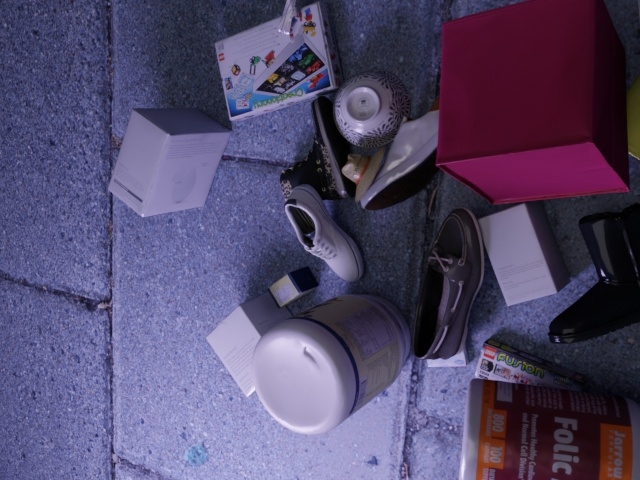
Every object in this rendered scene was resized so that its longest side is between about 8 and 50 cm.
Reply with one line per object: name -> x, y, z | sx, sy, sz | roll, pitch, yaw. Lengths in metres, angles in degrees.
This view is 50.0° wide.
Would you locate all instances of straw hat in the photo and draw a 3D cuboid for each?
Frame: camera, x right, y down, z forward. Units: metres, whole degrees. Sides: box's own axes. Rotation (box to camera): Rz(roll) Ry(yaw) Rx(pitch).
straw hat -> 0.079, -0.153, 1.460 | 0.061, 0.144, 0.144 | 27, 116, -7

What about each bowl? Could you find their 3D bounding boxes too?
bowl -> 0.097, -0.282, 1.445 | 0.170, 0.080, 0.170 | 1, 94, 18

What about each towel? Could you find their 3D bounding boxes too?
towel -> 0.597, -0.261, 1.197 | 0.102, 0.021, 0.237 | 41, 118, 23

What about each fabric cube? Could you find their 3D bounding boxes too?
fabric cube -> 0.365, -0.225, 1.161 | 0.254, 0.259, 0.258 | -5, 74, 34

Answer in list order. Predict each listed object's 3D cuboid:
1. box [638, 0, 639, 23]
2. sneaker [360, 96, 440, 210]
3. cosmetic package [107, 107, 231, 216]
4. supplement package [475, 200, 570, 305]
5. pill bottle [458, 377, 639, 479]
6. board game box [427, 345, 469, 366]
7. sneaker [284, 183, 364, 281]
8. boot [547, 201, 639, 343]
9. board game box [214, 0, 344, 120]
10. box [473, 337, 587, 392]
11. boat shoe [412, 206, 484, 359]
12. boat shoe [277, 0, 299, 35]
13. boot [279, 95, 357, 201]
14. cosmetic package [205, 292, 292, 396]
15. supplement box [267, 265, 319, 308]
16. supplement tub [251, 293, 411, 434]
box -> 0.589, -0.298, 1.082 | 0.142, 0.163, 0.247 | -5, 95, 34
sneaker -> 0.184, -0.180, 1.438 | 0.290, 0.106, 0.123 | -41, 57, 30
cosmetic package -> -0.370, -0.199, 1.691 | 0.138, 0.224, 0.224 | 36, 116, 21
supplement package -> 0.392, 0.020, 1.326 | 0.105, 0.105, 0.179 | -21, 88, 35
pill bottle -> 0.458, 0.384, 1.243 | 0.393, 0.224, 0.223 | 5, 102, 14
board game box -> 0.270, 0.229, 1.492 | 0.090, 0.020, 0.089 | -8, 93, 33
sneaker -> 0.000, 0.000, 1.540 | 0.094, 0.091, 0.258 | -25, 106, 42
boot -> 0.501, 0.057, 1.238 | 0.247, 0.094, 0.207 | -20, 88, 3
board game box -> -0.100, -0.406, 1.585 | 0.306, 0.053, 0.192 | -9, 93, 33
box -> 0.421, 0.291, 1.399 | 0.207, 0.036, 0.114 | 20, 109, 28
boat shoe -> 0.247, 0.099, 1.368 | 0.112, 0.096, 0.334 | 39, 133, 52
boat shoe -> -0.062, -0.497, 1.499 | 0.035, 0.035, 0.100 | 21, 104, 1
boot -> -0.024, -0.191, 1.560 | 0.179, 0.085, 0.236 | -15, 91, 36
cosmetic package -> -0.147, 0.250, 1.679 | 0.151, 0.151, 0.183 | -43, 76, 30
supplement box -> -0.065, 0.112, 1.642 | 0.083, 0.083, 0.056 | -37, 78, 31
supplement tub -> 0.035, 0.246, 1.460 | 0.236, 0.325, 0.235 | 7, 103, 31
